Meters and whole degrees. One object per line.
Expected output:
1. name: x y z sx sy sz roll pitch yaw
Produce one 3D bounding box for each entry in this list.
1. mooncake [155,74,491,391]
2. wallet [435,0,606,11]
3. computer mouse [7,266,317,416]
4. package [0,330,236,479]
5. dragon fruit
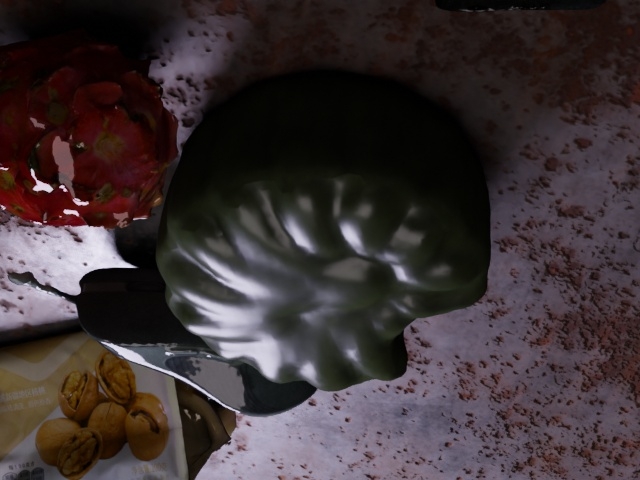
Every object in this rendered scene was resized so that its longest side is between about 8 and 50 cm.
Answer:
1. mooncake: 0.000 0.000 1.446 0.351 0.187 0.351 7 139 6
2. wallet: 0.177 -0.321 1.176 0.173 0.045 0.318 4 138 8
3. computer mouse: -0.167 0.087 1.588 0.379 0.167 0.090 20 117 -16
4. package: -0.277 0.226 1.782 0.311 0.221 0.165 -13 172 20
5. dragon fruit: -0.263 -0.107 1.382 0.268 0.210 0.205 -4 155 42
